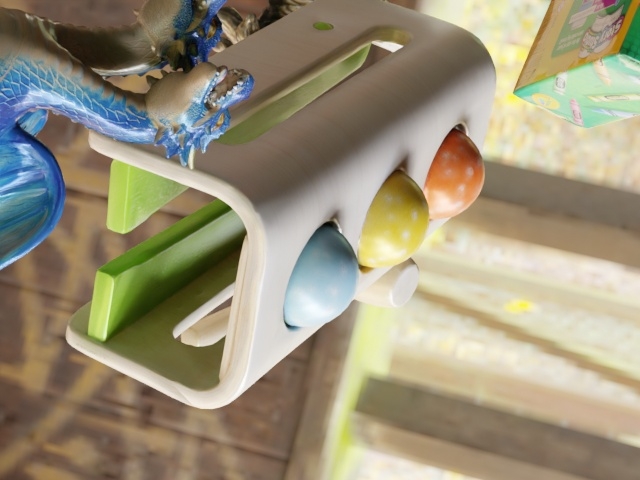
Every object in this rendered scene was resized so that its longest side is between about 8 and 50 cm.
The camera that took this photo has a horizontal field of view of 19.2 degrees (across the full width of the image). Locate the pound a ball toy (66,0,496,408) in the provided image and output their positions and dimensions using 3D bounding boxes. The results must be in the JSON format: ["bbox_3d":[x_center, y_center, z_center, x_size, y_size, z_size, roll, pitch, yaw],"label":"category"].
[{"bbox_3d":[0.000,0.000,1.045,0.319,0.136,0.208,-36,142,-54],"label":"pound a ball toy"}]

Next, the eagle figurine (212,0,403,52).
[{"bbox_3d":[0.044,-0.240,1.629,0.298,0.226,0.225,-46,134,-3],"label":"eagle figurine"}]

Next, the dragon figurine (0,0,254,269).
[{"bbox_3d":[-0.165,-0.036,0.830,0.144,0.289,0.085,40,20,-43],"label":"dragon figurine"}]

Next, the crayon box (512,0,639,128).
[{"bbox_3d":[0.264,-0.193,1.576,0.165,0.081,0.278,-66,-170,-6],"label":"crayon box"}]
